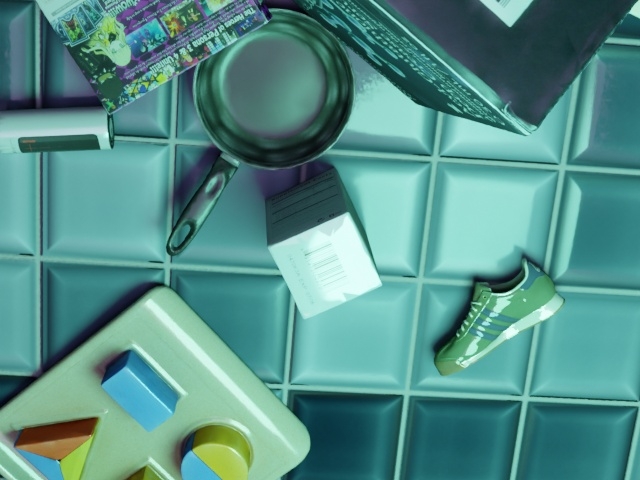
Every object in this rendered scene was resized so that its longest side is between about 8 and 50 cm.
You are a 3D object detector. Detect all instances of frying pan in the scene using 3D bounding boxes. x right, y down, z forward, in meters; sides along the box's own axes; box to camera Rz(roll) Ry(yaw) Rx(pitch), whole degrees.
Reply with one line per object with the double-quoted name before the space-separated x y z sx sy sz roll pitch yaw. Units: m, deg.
"frying pan" -0.069 -0.124 1.376 0.197 0.053 0.326 10 109 -6

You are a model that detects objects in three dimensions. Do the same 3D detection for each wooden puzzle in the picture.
"wooden puzzle" -0.238 0.279 1.498 0.348 0.080 0.322 -39 107 10

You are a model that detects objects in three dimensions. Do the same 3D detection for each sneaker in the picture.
"sneaker" 0.219 0.094 1.471 0.192 0.064 0.086 -32 101 8

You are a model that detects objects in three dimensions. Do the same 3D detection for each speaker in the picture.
"speaker" -0.323 -0.135 1.358 0.136 0.055 0.055 -2 110 -3

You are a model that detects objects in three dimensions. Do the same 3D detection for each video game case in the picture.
"video game case" -0.206 -0.289 1.287 0.232 0.042 0.210 -27 104 18

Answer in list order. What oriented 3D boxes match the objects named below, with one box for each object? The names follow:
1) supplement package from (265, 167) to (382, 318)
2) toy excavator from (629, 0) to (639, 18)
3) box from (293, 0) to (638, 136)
"supplement package" 0.000 0.000 1.358 0.105 0.179 0.105 -24 109 5
"toy excavator" 0.563 -0.271 1.190 0.445 0.222 0.433 -36 112 19
"box" 0.105 -0.292 1.131 0.293 0.395 0.212 37 93 -14
